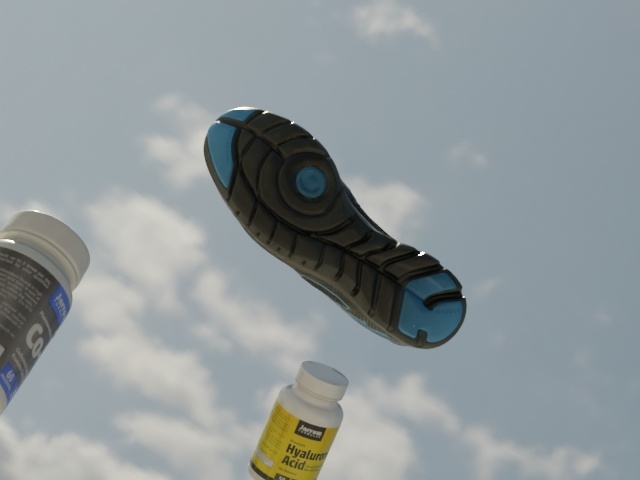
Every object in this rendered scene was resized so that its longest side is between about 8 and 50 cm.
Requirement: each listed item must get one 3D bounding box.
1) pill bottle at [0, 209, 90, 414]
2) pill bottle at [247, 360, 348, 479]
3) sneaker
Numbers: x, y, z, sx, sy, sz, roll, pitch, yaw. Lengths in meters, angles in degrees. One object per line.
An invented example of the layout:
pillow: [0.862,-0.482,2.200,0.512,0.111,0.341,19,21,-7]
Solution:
pill bottle: [-0.216,0.049,1.305,0.078,0.137,0.078,19,-36,15]
pill bottle: [-0.018,0.172,1.774,0.065,0.116,0.065,21,15,-6]
sneaker: [0.000,0.000,2.085,0.341,0.125,0.139,45,-15,-2]
